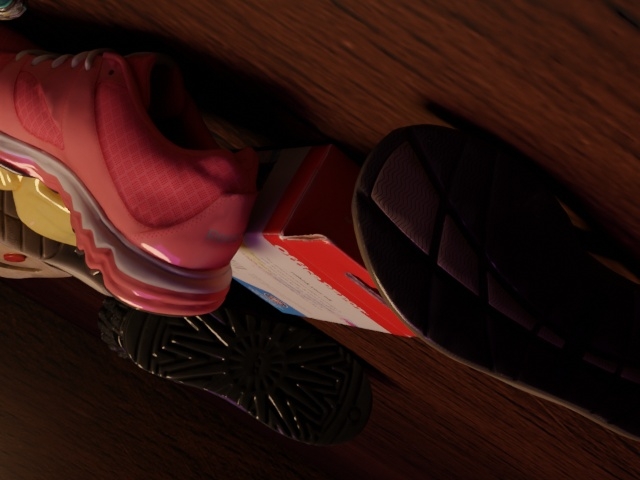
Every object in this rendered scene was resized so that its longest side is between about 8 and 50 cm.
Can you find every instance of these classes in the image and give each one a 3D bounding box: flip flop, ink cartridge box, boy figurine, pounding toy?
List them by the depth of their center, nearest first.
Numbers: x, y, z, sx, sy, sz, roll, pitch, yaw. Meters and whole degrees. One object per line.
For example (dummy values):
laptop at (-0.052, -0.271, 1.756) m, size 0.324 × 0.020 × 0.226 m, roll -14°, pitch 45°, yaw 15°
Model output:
flip flop at (0.127, 0.032, 0.585) m, size 0.277 × 0.112 × 0.080 m, roll 30°, pitch 179°, yaw -23°
ink cartridge box at (0.000, 0.000, 0.718) m, size 0.134 × 0.078 × 0.231 m, roll 38°, pitch 162°, yaw -28°
boy figurine at (-0.235, -0.041, 0.963) m, size 0.285 × 0.092 × 0.177 m, roll 34°, pitch 152°, yaw -10°
pounding toy at (-0.414, -0.054, 1.292) m, size 0.154 × 0.155 × 0.269 m, roll -8°, pitch 161°, yaw 18°

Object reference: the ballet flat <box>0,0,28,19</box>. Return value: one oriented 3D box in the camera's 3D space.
ballet flat at (-0.250, -0.182, 0.668) m, size 0.114 × 0.041 × 0.041 m, roll 28°, pitch 164°, yaw 6°

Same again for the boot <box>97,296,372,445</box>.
boot at (-0.119, 0.151, 1.290) m, size 0.347 × 0.131 × 0.260 m, roll 28°, pitch 169°, yaw -15°

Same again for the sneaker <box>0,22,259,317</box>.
sneaker at (-0.151, -0.090, 0.693) m, size 0.314 × 0.136 × 0.116 m, roll 42°, pitch -154°, yaw 23°

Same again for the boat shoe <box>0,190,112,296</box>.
boat shoe at (-0.315, -0.036, 1.085) m, size 0.116 × 0.123 × 0.324 m, roll 18°, pitch 159°, yaw 41°
